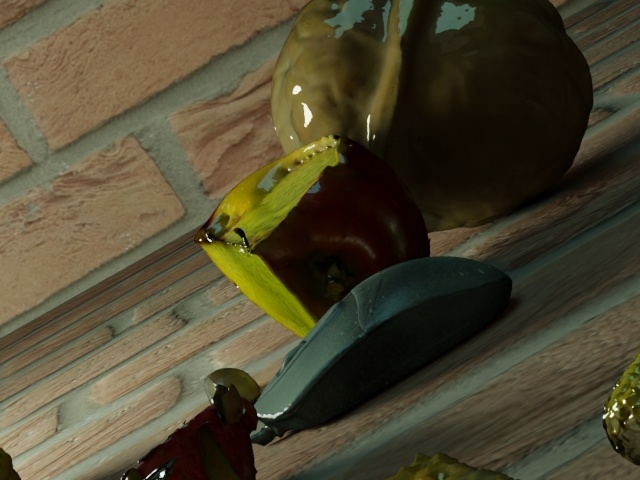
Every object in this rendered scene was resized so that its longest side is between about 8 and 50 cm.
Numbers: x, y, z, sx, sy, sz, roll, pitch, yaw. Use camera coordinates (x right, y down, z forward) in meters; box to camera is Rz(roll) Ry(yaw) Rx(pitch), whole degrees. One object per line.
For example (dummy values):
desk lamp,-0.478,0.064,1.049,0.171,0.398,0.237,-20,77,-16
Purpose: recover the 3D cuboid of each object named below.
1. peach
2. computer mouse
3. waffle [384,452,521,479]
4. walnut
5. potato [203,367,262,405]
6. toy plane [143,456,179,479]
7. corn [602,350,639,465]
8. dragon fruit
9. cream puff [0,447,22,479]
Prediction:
peach,0.004,0.005,1.534,0.159,0.154,0.267,-39,10,-13
computer mouse,0.033,0.068,1.336,0.229,0.068,0.113,-30,6,-8
waffle,0.005,0.173,0.756,0.221,0.055,0.248,-30,6,-12
walnut,0.100,-0.136,1.678,0.296,0.285,0.285,8,19,15
potato,-0.075,0.120,1.524,0.037,0.036,0.093,-34,7,-13
toy plane,-0.107,0.190,1.005,0.053,0.078,0.197,-39,-3,-43
corn,0.201,0.044,0.854,0.203,0.072,0.072,-36,10,-40
dragon fruit,-0.079,0.158,1.183,0.126,0.068,0.112,-42,-9,0
cream puff,-0.338,0.215,1.526,0.189,0.129,0.189,-26,10,5
